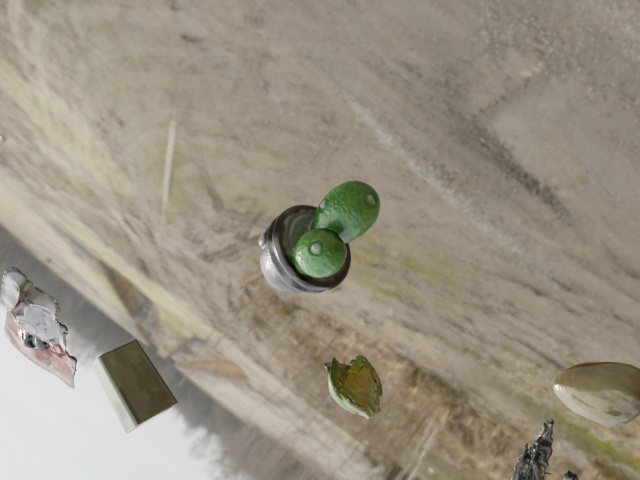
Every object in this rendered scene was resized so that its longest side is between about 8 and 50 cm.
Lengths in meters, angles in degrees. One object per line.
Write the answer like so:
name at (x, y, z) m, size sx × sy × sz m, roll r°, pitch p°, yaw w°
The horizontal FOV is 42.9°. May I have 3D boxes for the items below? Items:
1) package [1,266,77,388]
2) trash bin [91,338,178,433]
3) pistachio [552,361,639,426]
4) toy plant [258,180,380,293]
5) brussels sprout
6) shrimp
package at (-0.516, 0.156, 1.492) m, size 0.194 × 0.071 × 0.269 m, roll 43°, pitch 149°, yaw 18°
trash bin at (-0.219, 0.169, 0.956) m, size 0.092 × 0.061 × 0.043 m, roll 57°, pitch 140°, yaw 9°
pistachio at (0.539, 0.287, 1.550) m, size 0.185 × 0.124 × 0.124 m, roll 10°, pitch 154°, yaw 28°
toy plant at (0.000, 0.000, 1.525) m, size 0.175 × 0.218 × 0.235 m, roll 44°, pitch 137°, yaw -14°
brussels sprout at (0.083, 0.374, 2.076) m, size 0.100 × 0.139 × 0.181 m, roll -44°, pitch 65°, yaw 47°
shrimp at (0.572, 0.656, 2.064) m, size 0.272 × 0.444 × 0.085 m, roll -1°, pitch -167°, yaw -25°
